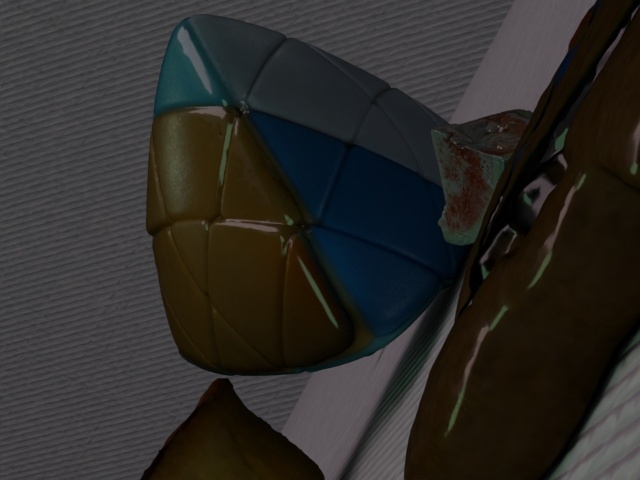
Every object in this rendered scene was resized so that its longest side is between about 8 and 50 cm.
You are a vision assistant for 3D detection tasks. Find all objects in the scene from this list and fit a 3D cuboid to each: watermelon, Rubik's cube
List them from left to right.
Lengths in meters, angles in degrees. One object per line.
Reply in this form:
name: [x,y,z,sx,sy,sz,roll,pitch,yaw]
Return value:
Rubik's cube: [0.000,0.000,1.239,0.254,0.254,0.254,-62,0,0]
watermelon: [0.079,-0.037,1.012,0.085,0.061,0.085,-53,4,6]

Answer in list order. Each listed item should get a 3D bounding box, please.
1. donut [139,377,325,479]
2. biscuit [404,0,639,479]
donut: [-0.090,0.242,1.222,0.303,0.110,0.303,-64,-2,-4]
biscuit: [0.097,-0.053,0.583,0.278,0.043,0.301,-62,0,6]
